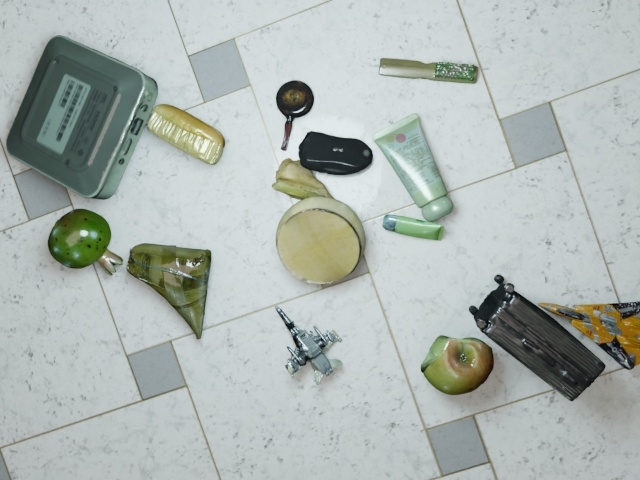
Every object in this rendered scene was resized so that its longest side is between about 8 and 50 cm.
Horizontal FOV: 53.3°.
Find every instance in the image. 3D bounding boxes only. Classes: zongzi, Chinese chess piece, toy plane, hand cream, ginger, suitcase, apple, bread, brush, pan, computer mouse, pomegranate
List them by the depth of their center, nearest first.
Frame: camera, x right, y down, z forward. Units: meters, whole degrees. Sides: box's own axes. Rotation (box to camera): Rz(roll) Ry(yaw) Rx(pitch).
[{"bbox_3d":[0.587,0.261,1.747,0.335,0.229,0.152,38,98,3],"label":"suitcase"},{"bbox_3d":[0.387,0.348,1.795,0.208,0.188,0.173,-12,87,3],"label":"apple"},{"bbox_3d":[0.767,0.227,1.803,0.316,0.103,0.204,17,92,11],"label":"toy plane"},{"bbox_3d":[0.000,0.000,1.817,0.258,0.104,0.257,2,116,5],"label":"Chinese chess piece"},{"bbox_3d":[0.277,-0.201,1.829,0.147,0.093,0.305,-27,88,6],"label":"hand cream"},{"bbox_3d":[0.310,-0.491,1.837,0.283,0.048,0.054,7,90,6],"label":"brush"},{"bbox_3d":[0.267,-0.039,1.845,0.175,0.095,0.045,10,64,8],"label":"hand cream"},{"bbox_3d":[0.042,-0.248,1.848,0.217,0.073,0.121,10,62,-3],"label":"computer mouse"},{"bbox_3d":[-0.040,-0.172,1.861,0.193,0.115,0.122,21,62,-17],"label":"ginger"},{"bbox_3d":[-0.386,-0.313,1.861,0.237,0.140,0.106,30,92,2],"label":"bread"},{"bbox_3d":[-0.090,-0.370,1.882,0.115,0.040,0.211,15,93,10],"label":"pan"},{"bbox_3d":[-0.052,0.293,1.884,0.192,0.088,0.262,-36,86,-21],"label":"toy plane"},{"bbox_3d":[-0.691,0.013,1.899,0.187,0.187,0.225,-46,113,6],"label":"pomegranate"},{"bbox_3d":[-0.459,0.150,1.901,0.251,0.125,0.274,7,99,4],"label":"zongzi"}]

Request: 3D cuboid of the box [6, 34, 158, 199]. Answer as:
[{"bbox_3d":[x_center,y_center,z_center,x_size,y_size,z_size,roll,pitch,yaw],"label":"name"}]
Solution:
[{"bbox_3d":[-0.700,-0.359,1.862,0.397,0.111,0.395,26,95,20],"label":"box"}]
